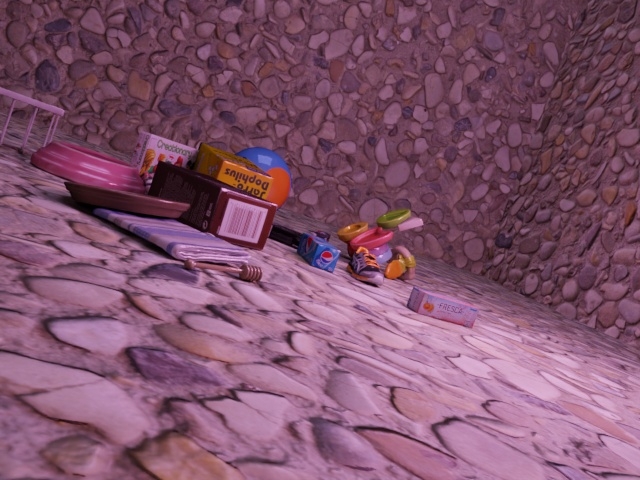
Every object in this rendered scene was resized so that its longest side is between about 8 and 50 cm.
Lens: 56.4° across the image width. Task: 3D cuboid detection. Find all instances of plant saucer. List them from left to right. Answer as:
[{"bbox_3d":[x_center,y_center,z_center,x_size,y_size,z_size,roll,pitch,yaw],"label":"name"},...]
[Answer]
[{"bbox_3d":[-0.682,-0.220,1.787,0.332,0.084,0.332,19,5,-2],"label":"plant saucer"},{"bbox_3d":[-0.440,-0.091,1.363,0.277,0.041,0.278,11,2,0],"label":"plant saucer"}]

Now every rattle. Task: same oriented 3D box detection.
[{"bbox_3d":[0.235,0.085,2.120,0.199,0.142,0.130,31,-31,48],"label":"rattle"}]

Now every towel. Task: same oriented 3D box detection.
[{"bbox_3d":[-0.308,-0.008,1.235,0.285,0.034,0.209,21,7,35],"label":"towel"}]

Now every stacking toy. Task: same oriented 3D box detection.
[{"bbox_3d":[0.225,0.005,2.136,0.279,0.130,0.309,-20,15,-4],"label":"stacking toy"}]

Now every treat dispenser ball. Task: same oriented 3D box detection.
[{"bbox_3d":[-0.263,-0.242,2.473,0.288,0.288,0.288,19,5,-2],"label":"treat dispenser ball"}]

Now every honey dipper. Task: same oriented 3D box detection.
[{"bbox_3d":[-0.178,0.052,1.100,0.160,0.031,0.030,13,8,-42],"label":"honey dipper"}]

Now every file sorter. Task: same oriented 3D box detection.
[{"bbox_3d":[-0.980,-0.383,1.875,0.277,0.173,0.193,17,4,-30],"label":"file sorter"}]

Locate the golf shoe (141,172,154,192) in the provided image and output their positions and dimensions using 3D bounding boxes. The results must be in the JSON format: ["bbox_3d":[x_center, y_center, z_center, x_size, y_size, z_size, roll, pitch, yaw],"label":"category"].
[{"bbox_3d":[-0.504,-0.156,1.973,0.186,0.067,0.086,15,33,-45],"label":"golf shoe"}]

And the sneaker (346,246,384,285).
[{"bbox_3d":[0.135,0.075,1.766,0.084,0.083,0.215,19,6,-20],"label":"sneaker"}]

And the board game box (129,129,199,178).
[{"bbox_3d":[-0.548,-0.257,2.080,0.053,0.193,0.305,21,5,18],"label":"board game box"}]

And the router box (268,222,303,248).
[{"bbox_3d":[-0.115,-0.017,1.998,0.178,0.046,0.133,22,5,22],"label":"router box"}]

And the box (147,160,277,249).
[{"bbox_3d":[-0.311,-0.103,1.664,0.191,0.143,0.381,15,5,-43],"label":"box"}]

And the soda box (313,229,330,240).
[{"bbox_3d":[0.000,0.000,2.182,0.053,0.060,0.169,19,5,3],"label":"soda box"}]

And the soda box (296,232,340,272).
[{"bbox_3d":[-0.008,0.033,1.755,0.071,0.067,0.210,18,4,-16],"label":"soda box"}]

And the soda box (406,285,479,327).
[{"bbox_3d":[0.318,0.173,1.547,0.183,0.058,0.063,18,5,-25],"label":"soda box"}]

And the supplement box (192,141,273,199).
[{"bbox_3d":[-0.338,-0.206,2.147,0.194,0.195,0.356,17,12,-28],"label":"supplement box"}]

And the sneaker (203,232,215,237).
[{"bbox_3d":[-0.244,0.005,1.337,0.083,0.031,0.035,21,5,10],"label":"sneaker"}]
